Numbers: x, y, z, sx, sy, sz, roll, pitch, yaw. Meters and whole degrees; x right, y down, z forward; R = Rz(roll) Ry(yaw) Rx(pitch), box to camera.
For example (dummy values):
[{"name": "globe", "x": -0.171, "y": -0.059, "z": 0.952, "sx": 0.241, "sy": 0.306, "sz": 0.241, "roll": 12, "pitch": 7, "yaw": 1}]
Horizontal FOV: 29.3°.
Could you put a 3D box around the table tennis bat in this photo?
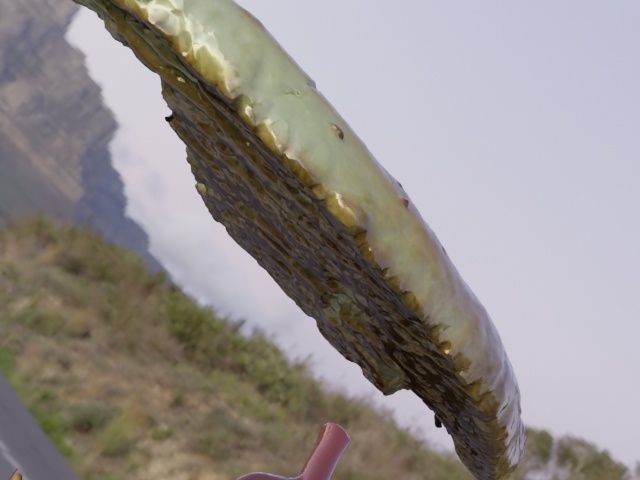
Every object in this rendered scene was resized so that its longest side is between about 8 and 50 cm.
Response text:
[{"name": "table tennis bat", "x": -0.019, "y": 0.173, "z": 0.753, "sx": 0.098, "sy": 0.155, "sz": 0.019, "roll": 46, "pitch": -46, "yaw": -13}]

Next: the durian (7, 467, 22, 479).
[{"name": "durian", "x": -0.151, "y": 0.206, "z": 0.294, "sx": 0.347, "sy": 0.384, "sz": 0.348, "roll": 49, "pitch": -33, "yaw": 47}]

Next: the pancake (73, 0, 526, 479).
[{"name": "pancake", "x": 0.004, "y": -0.003, "z": 0.589, "sx": 0.197, "sy": 0.054, "sz": 0.376, "roll": 22, "pitch": -28, "yaw": 53}]
